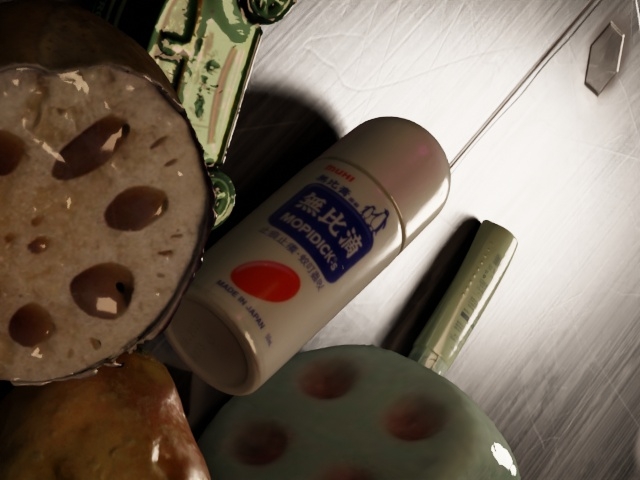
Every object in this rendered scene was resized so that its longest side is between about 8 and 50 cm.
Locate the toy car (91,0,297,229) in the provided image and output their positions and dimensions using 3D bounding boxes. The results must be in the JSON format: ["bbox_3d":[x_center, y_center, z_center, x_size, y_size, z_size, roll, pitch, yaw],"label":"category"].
[{"bbox_3d":[-0.129,-0.137,1.323,0.125,0.136,0.306,12,100,-43],"label":"toy car"}]

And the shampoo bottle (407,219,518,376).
[{"bbox_3d":[0.166,0.077,1.928,0.212,0.049,0.072,-57,147,-17],"label":"shampoo bottle"}]

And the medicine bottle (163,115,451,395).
[{"bbox_3d":[0.000,0.000,1.578,0.341,0.130,0.130,-41,138,-34],"label":"medicine bottle"}]

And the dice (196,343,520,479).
[{"bbox_3d":[0.032,0.288,1.662,0.262,0.268,0.265,-41,139,-35],"label":"dice"}]

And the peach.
[{"bbox_3d":[-0.189,0.202,1.364,0.214,0.214,0.235,8,95,-56],"label":"peach"}]

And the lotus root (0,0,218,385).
[{"bbox_3d":[-0.221,-0.048,1.192,0.272,0.192,0.272,-13,129,-17],"label":"lotus root"}]
